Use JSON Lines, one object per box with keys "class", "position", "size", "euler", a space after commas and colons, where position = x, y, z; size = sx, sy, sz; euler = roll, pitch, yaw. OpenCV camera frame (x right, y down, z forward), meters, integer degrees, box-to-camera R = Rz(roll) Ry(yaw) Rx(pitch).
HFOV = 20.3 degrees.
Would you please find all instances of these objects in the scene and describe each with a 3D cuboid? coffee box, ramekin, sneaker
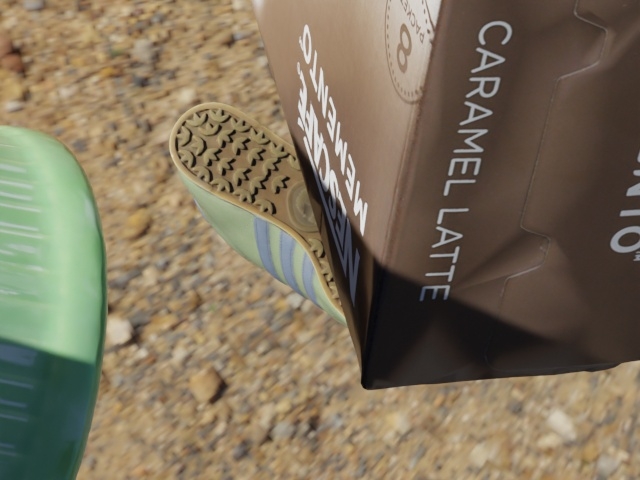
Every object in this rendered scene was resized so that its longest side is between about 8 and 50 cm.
{"class": "coffee box", "position": [0.039, -0.100, 0.460], "size": [0.098, 0.246, 0.141], "euler": [-3, 134, -13]}
{"class": "ramekin", "position": [-0.260, 0.066, 1.016], "size": [0.303, 0.148, 0.303], "euler": [-26, 57, 48]}
{"class": "sneaker", "position": [0.000, 0.000, 0.979], "size": [0.192, 0.086, 0.064], "euler": [38, 80, 4]}
